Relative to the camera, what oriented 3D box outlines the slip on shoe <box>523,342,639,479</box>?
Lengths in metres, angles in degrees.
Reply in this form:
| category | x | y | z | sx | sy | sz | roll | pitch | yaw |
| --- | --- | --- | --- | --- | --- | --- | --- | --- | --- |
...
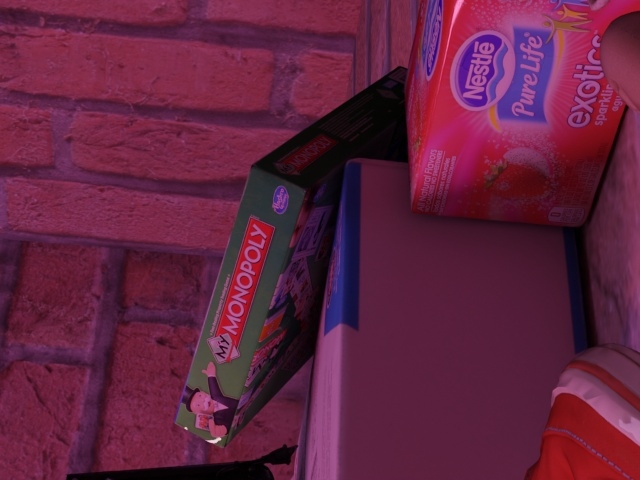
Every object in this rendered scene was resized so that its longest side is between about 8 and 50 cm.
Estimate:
| category | x | y | z | sx | sy | sz | roll | pitch | yaw |
| --- | --- | --- | --- | --- | --- | --- | --- | --- | --- |
| slip on shoe | 0.121 | 0.127 | 0.554 | 0.101 | 0.123 | 0.331 | -55 | -12 | -17 |

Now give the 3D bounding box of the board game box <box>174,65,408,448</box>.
| category | x | y | z | sx | sy | sz | roll | pitch | yaw |
| --- | --- | --- | --- | --- | --- | --- | --- | --- | --- |
| board game box | 0.000 | 0.000 | 1.103 | 0.317 | 0.046 | 0.213 | -41 | -27 | -62 |

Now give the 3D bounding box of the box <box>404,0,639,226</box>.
| category | x | y | z | sx | sy | sz | roll | pitch | yaw |
| --- | --- | --- | --- | --- | --- | --- | --- | --- | --- |
| box | 0.129 | -0.142 | 0.884 | 0.257 | 0.123 | 0.128 | 99 | 174 | -47 |

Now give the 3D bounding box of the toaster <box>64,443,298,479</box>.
| category | x | y | z | sx | sy | sz | roll | pitch | yaw |
| --- | --- | --- | --- | --- | --- | --- | --- | --- | --- |
| toaster | -0.100 | 0.254 | 1.050 | 0.110 | 0.186 | 0.168 | 93 | 170 | -45 |

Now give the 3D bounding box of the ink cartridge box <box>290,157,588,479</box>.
| category | x | y | z | sx | sy | sz | roll | pitch | yaw |
| --- | --- | --- | --- | --- | --- | --- | --- | --- | --- |
| ink cartridge box | 0.071 | 0.180 | 1.033 | 0.395 | 0.166 | 0.285 | 99 | 175 | -50 |

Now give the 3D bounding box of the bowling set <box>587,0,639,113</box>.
| category | x | y | z | sx | sy | sz | roll | pitch | yaw |
| --- | --- | --- | --- | --- | --- | --- | --- | --- | --- |
| bowling set | 0.132 | -0.186 | 0.580 | 0.200 | 0.287 | 0.154 | -51 | 18 | 9 |
